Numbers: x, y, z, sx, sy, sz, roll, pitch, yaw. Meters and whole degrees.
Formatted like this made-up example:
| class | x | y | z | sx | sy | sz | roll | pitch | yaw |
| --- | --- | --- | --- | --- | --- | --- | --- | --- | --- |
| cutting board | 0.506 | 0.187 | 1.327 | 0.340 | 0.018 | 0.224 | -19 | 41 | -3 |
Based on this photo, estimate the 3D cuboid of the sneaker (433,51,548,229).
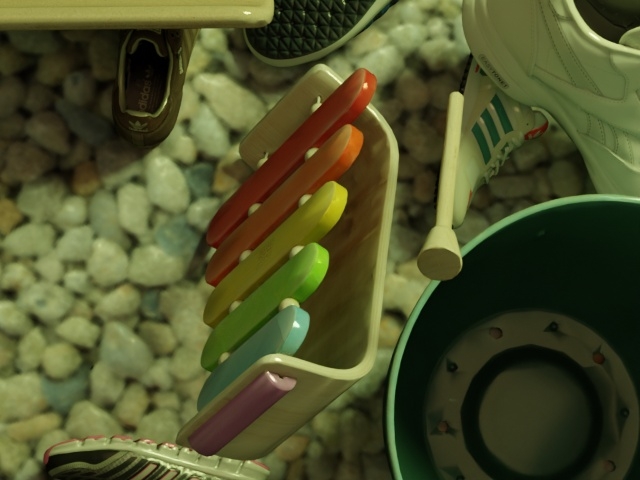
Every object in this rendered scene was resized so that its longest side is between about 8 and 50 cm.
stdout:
| class | x | y | z | sx | sy | sz | roll | pitch | yaw |
| --- | --- | --- | --- | --- | --- | --- | --- | --- | --- |
| sneaker | 0.139 | -0.082 | 1.270 | 0.075 | 0.057 | 0.161 | 14 | 79 | 2 |

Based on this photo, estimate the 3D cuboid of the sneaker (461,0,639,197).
| class | x | y | z | sx | sy | sz | roll | pitch | yaw |
| --- | --- | --- | --- | --- | --- | --- | --- | --- | --- |
| sneaker | 0.247 | -0.106 | 1.215 | 0.305 | 0.152 | 0.114 | 38 | 59 | -18 |

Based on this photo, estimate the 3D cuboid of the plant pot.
| class | x | y | z | sx | sy | sz | roll | pitch | yaw |
| --- | --- | --- | --- | --- | --- | --- | --- | --- | --- |
| plant pot | 0.175 | 0.127 | 1.160 | 0.293 | 0.235 | 0.293 | 1 | 83 | -6 |

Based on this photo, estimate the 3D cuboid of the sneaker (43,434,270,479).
| class | x | y | z | sx | sy | sz | roll | pitch | yaw |
| --- | --- | --- | --- | --- | --- | --- | --- | --- | --- |
| sneaker | -0.125 | 0.190 | 1.211 | 0.170 | 0.063 | 0.075 | 10 | 77 | -9 |

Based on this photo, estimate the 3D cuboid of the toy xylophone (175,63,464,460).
| class | x | y | z | sx | sy | sz | roll | pitch | yaw |
| --- | --- | --- | --- | --- | --- | --- | --- | --- | --- |
| toy xylophone | 0.000 | 0.000 | 1.126 | 0.081 | 0.323 | 0.236 | 31 | 122 | -20 |

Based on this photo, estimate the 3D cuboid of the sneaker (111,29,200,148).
| class | x | y | z | sx | sy | sz | roll | pitch | yaw |
| --- | --- | --- | --- | --- | --- | --- | --- | --- | --- |
| sneaker | -0.122 | -0.166 | 1.249 | 0.066 | 0.071 | 0.188 | 5 | 83 | -5 |

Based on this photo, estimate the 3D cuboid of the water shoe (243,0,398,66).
| class | x | y | z | sx | sy | sz | roll | pitch | yaw |
| --- | --- | --- | --- | --- | --- | --- | --- | --- | --- |
| water shoe | 0.035 | -0.200 | 1.271 | 0.203 | 0.080 | 0.073 | -31 | 83 | 17 |

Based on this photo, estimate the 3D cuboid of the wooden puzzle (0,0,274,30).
| class | x | y | z | sx | sy | sz | roll | pitch | yaw |
| --- | --- | --- | --- | --- | --- | --- | --- | --- | --- |
| wooden puzzle | -0.203 | -0.288 | 1.228 | 0.322 | 0.080 | 0.348 | -1 | 63 | -5 |
